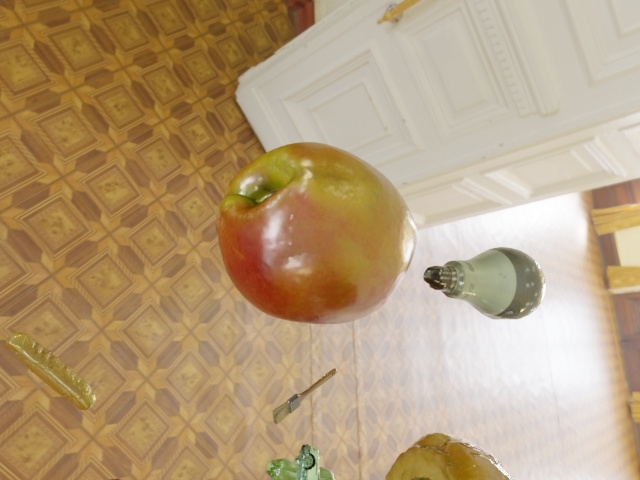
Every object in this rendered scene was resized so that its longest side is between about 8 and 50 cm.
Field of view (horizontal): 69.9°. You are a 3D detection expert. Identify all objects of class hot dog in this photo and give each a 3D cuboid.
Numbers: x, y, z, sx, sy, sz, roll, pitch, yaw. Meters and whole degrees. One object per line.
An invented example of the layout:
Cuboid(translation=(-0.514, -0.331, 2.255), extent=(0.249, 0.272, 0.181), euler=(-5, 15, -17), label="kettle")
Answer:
Cuboid(translation=(-0.722, 0.351, 1.237), extent=(0.285, 0.088, 0.061), euler=(53, 42, -20), label="hot dog")

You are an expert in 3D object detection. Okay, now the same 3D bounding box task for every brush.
Cuboid(translation=(-0.028, 0.314, 0.938), extent=(0.170, 0.014, 0.043), euler=(-30, 138, -30), label="brush")

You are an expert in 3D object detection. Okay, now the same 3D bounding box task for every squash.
Cuboid(translation=(-0.058, 0.688, 1.340), extent=(0.219, 0.077, 0.068), euler=(23, 33, -17), label="squash")

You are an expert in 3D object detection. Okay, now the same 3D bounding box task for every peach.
Cuboid(translation=(0.000, 0.000, 0.751), extent=(0.332, 0.308, 0.307), euler=(31, 58, -43), label="peach")

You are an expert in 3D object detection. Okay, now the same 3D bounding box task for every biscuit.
Cuboid(translation=(0.151, 0.411, 0.613), extent=(0.102, 0.296, 0.296), euler=(21, 60, -10), label="biscuit")

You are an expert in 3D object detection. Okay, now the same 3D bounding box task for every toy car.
Cuboid(translation=(-0.030, 0.572, 1.057), extent=(0.058, 0.093, 0.186), euler=(13, 62, -17), label="toy car")

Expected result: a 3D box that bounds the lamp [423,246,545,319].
Cuboid(translation=(0.395, 0.101, 1.063), extent=(0.314, 0.182, 0.181), euler=(5, 75, -43), label="lamp")

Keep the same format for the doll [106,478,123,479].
Cuboid(translation=(-0.628, 0.780, 1.309), extent=(0.152, 0.196, 0.256), euler=(-58, 164, -8), label="doll")
